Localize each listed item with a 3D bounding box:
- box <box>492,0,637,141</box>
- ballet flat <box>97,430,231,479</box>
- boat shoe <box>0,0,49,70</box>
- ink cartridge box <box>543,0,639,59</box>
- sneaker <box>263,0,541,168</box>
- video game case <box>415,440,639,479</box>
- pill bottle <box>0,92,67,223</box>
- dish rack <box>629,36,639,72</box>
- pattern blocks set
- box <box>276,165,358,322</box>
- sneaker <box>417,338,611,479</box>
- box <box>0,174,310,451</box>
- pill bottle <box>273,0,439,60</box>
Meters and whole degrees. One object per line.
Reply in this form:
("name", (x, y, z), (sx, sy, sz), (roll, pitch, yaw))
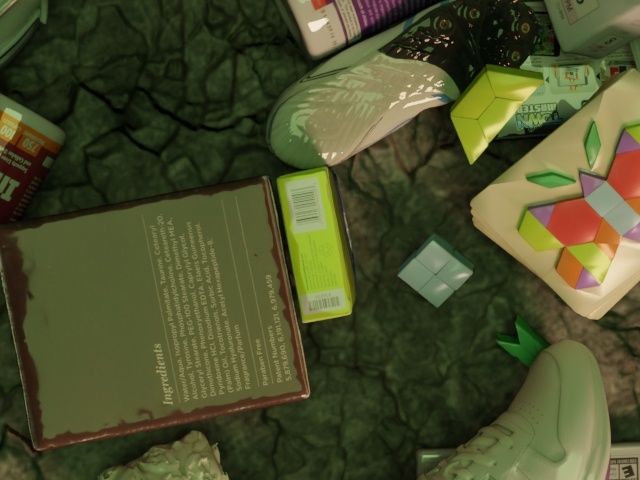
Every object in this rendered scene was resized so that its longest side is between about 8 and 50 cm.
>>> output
("box", (0.238, -0.145, 1.126), (0.207, 0.036, 0.114), (-4, 90, -4))
("ballet flat", (-0.016, 0.318, 1.069), (0.147, 0.147, 0.409), (-38, 94, -3))
("boat shoe", (-0.227, -0.261, 1.032), (0.136, 0.156, 0.367), (41, 87, -3))
("ink cartridge box", (0.255, -0.273, 1.025), (0.066, 0.232, 0.189), (0, 68, -40))
("sneaker", (0.061, -0.133, 1.084), (0.237, 0.086, 0.085), (-26, 109, 0))
("video game case", (0.181, 0.262, 1.131), (0.201, 0.023, 0.183), (-1, 90, -5))
("pill bottle", (-0.272, -0.040, 1.065), (0.086, 0.086, 0.152), (29, 88, -4))
("dish rack", (0.394, -0.266, 1.070), (0.333, 0.072, 0.285), (-13, 75, 3))
("pattern blocks set", (0.226, -0.033, 1.058), (0.285, 0.026, 0.324), (30, 115, -6))
("box", (0.000, 0.000, 1.041), (0.042, 0.178, 0.109), (-10, 91, 3))
("sneaker", (0.122, 0.206, 1.041), (0.152, 0.114, 0.305), (27, 80, -12))
("box", (-0.123, 0.051, 1.034), (0.203, 0.168, 0.167), (-11, 91, -4))
("pill bottle", (0.055, -0.230, 1.077), (0.194, 0.108, 0.108), (-26, 92, -3))
